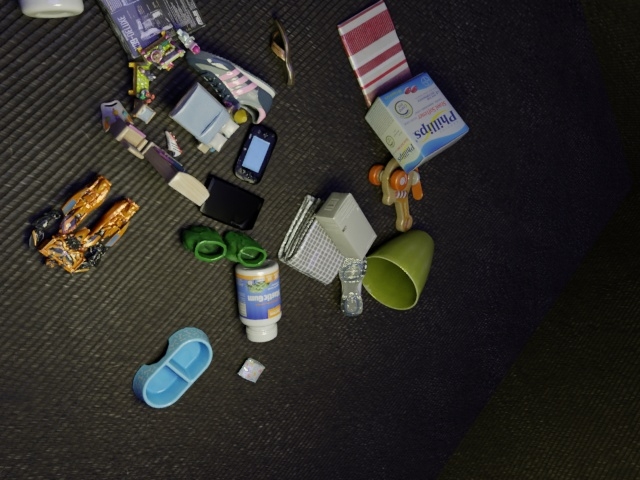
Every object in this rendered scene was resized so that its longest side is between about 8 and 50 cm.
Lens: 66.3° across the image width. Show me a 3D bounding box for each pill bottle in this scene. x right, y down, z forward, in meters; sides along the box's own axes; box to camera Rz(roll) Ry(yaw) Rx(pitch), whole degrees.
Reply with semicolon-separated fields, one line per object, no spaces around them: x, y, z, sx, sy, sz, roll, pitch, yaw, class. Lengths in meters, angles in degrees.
-0.683;-0.693;1.191;0.146;0.146;0.264;-17;112;-30;pill bottle
-0.216;0.212;1.735;0.152;0.152;0.272;-13;108;-31;pill bottle

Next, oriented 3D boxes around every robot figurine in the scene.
-0.675;-0.036;1.399;0.291;0.085;0.211;-52;123;-13;robot figurine

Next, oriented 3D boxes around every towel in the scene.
0.000;0.000;1.848;0.235;0.121;0.283;31;84;-36;towel
0.210;-0.706;1.869;0.237;0.037;0.329;-38;118;-19;towel

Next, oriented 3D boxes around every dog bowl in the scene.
-0.488;0.433;1.652;0.297;0.074;0.166;-47;123;-16;dog bowl

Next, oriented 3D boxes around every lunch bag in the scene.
-0.262;0.481;1.832;0.083;0.053;0.071;38;82;-45;lunch bag

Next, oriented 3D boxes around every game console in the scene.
-0.263;-0.224;1.660;0.213;0.044;0.361;23;88;-36;game console

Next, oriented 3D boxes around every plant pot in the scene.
0.352;0.091;2.051;0.293;0.275;0.274;-45;124;-36;plant pot

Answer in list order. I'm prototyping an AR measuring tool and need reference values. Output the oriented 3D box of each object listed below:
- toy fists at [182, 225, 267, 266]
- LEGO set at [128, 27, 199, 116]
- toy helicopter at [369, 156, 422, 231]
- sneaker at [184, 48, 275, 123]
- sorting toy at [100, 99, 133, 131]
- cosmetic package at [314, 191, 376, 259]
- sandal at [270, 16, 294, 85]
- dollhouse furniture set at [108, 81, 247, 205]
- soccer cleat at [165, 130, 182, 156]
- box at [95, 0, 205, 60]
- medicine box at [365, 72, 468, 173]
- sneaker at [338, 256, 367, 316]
-0.320;0.020;1.625;0.279;0.142;0.096;9;113;-35;toy fists
-0.452;-0.463;1.373;0.287;0.107;0.132;-52;152;6;LEGO set
0.345;-0.197;2.055;0.235;0.140;0.355;-38;131;-31;toy helicopter
-0.288;-0.478;1.537;0.319;0.112;0.131;20;87;-35;sneaker
-0.592;-0.363;1.408;0.083;0.045;0.075;-26;96;-27;sorting toy
0.096;-0.051;1.773;0.238;0.107;0.127;50;62;-37;cosmetic package
-0.134;-0.627;1.636;0.060;0.090;0.219;-13;118;-8;sandal
-0.363;-0.310;1.397;0.303;0.198;0.286;-49;145;0;dollhouse furniture set
-0.461;-0.298;1.515;0.035;0.029;0.083;-41;126;-24;soccer cleat
-0.500;-0.696;1.359;0.242;0.076;0.307;-37;120;-21;box
0.372;-0.454;1.894;0.263;0.149;0.289;-33;83;-24;medicine box
0.123;0.152;1.971;0.111;0.129;0.297;5;110;0;sneaker
